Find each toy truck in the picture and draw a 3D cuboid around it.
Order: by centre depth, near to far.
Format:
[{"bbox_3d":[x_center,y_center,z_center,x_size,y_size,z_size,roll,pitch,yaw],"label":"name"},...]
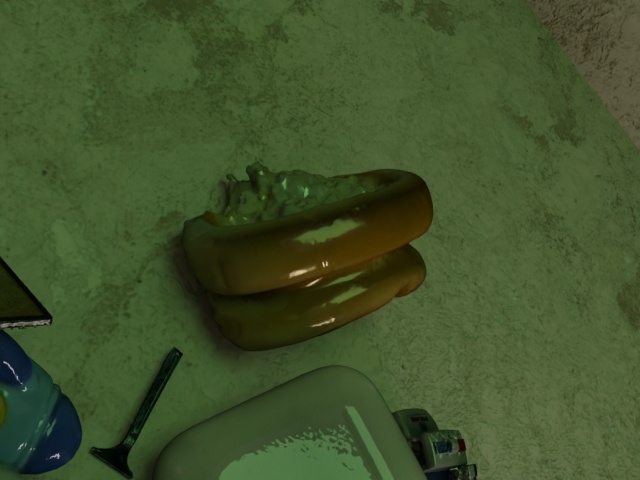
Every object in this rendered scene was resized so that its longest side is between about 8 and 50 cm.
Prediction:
[{"bbox_3d":[0.150,0.357,1.295,0.161,0.177,0.213,5,64,-38],"label":"toy truck"}]

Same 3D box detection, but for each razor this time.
[{"bbox_3d":[-0.229,0.219,1.146,0.066,0.033,0.190,41,45,-16],"label":"razor"}]

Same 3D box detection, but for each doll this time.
[{"bbox_3d":[-0.383,0.213,0.882,0.376,0.187,0.365,16,62,-59],"label":"doll"}]

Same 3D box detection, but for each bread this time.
[{"bbox_3d":[-0.016,0.011,1.344,0.424,0.329,0.245,-24,124,-46],"label":"bread"}]

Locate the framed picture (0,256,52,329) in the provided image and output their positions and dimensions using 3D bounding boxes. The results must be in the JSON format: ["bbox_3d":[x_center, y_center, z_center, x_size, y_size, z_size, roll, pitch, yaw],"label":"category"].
[{"bbox_3d":[-0.466,0.017,0.904,0.256,0.014,0.339,0,23,-40],"label":"framed picture"}]

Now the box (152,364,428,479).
[{"bbox_3d":[-0.027,0.338,1.137,0.349,0.141,0.288,-21,73,-32],"label":"box"}]
